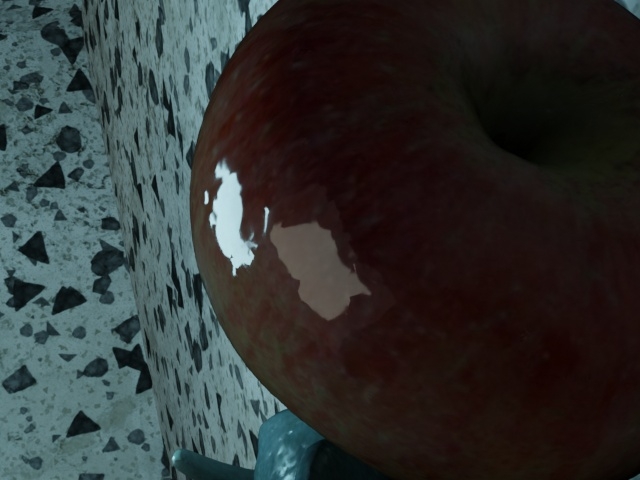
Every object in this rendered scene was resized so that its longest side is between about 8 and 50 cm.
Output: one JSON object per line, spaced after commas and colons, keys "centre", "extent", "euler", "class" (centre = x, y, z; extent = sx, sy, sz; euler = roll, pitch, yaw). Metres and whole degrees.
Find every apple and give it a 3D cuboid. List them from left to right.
{"centre": [0.078, -0.003, 0.614], "extent": [0.269, 0.344, 0.345], "euler": [113, 144, -52], "class": "apple"}

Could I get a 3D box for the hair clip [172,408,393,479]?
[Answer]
{"centre": [0.028, 0.245, 0.747], "extent": [0.238, 0.392, 0.318], "euler": [-40, 36, 27], "class": "hair clip"}
